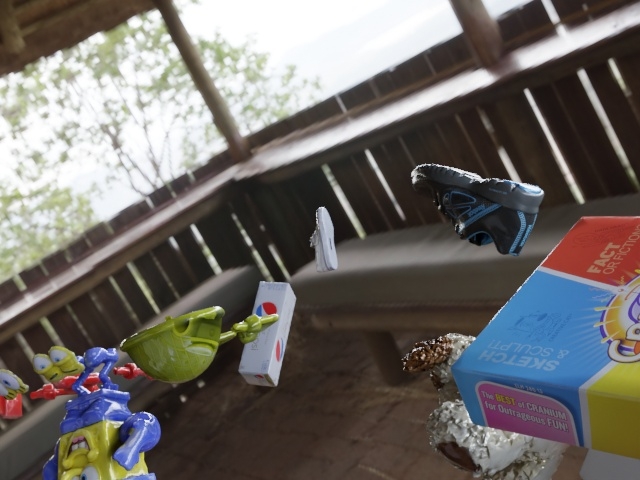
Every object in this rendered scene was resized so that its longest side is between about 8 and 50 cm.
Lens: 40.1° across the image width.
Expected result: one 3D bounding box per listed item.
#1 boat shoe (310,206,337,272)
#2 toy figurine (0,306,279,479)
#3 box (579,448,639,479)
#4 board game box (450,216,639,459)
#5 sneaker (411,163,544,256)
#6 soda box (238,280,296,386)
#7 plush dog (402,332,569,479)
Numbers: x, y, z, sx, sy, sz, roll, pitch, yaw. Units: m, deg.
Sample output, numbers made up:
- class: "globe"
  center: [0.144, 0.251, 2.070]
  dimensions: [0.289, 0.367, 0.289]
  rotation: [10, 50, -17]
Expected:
- class: "boat shoe"
  center: [0.000, 0.000, 1.288]
  dimensions: [0.035, 0.100, 0.035]
  rotation: [-17, -21, 22]
- class: "toy figurine"
  center: [-0.204, 0.225, 0.979]
  dimensions: [0.362, 0.217, 0.191]
  rotation: [-22, -22, 32]
- class: "box"
  center: [0.420, 0.245, 1.089]
  dimensions: [0.130, 0.171, 0.091]
  rotation: [-5, 32, -29]
- class: "board game box"
  center: [0.296, 0.070, 0.677]
  dimensions: [0.316, 0.064, 0.242]
  rotation: [2, 34, 47]
- class: "sneaker"
  center: [0.281, -0.066, 1.716]
  dimensions: [0.125, 0.140, 0.341]
  rotation: [8, 8, -30]
- class: "soda box"
  center: [-0.112, 0.199, 1.881]
  dimensions: [0.069, 0.074, 0.216]
  rotation: [3, 60, 16]
- class: "plush dog"
  center: [0.234, 0.211, 1.207]
  dimensions: [0.211, 0.262, 0.225]
  rotation: [-48, 45, -1]
